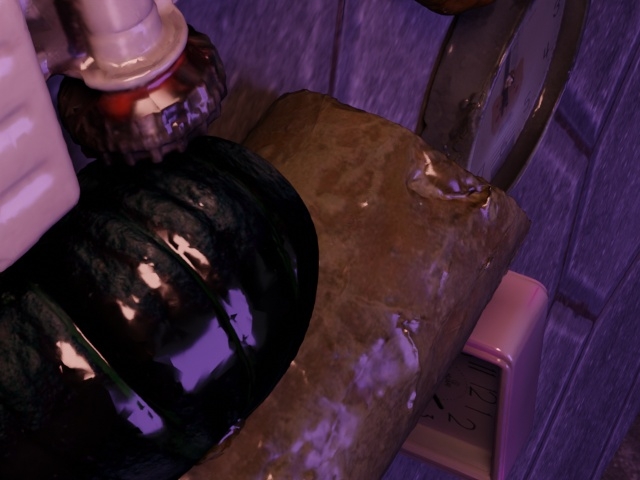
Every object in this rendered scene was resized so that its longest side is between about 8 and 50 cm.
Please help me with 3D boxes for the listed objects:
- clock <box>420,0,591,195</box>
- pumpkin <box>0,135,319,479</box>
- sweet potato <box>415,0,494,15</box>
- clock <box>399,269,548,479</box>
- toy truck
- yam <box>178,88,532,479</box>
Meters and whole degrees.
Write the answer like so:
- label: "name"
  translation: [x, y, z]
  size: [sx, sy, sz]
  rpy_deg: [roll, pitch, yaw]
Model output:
- label: "clock"
  translation: [0.139, -0.122, 1.385]
  size: [0.226, 0.049, 0.226]
  rpy_deg: [-56, 161, -31]
- label: "pumpkin"
  translation: [-0.085, 0.038, 0.769]
  size: [0.194, 0.150, 0.194]
  rpy_deg: [-43, 153, -28]
- label: "sweet potato"
  translation: [0.066, -0.169, 1.101]
  size: [0.053, 0.054, 0.182]
  rpy_deg: [-35, 169, 11]
- label: "clock"
  translation: [0.072, 0.081, 1.277]
  size: [0.063, 0.150, 0.197]
  rpy_deg: [-60, 162, -30]
- label: "toy truck"
  translation: [-0.070, -0.125, 0.670]
  size: [0.286, 0.111, 0.136]
  rpy_deg: [-52, 148, -33]
- label: "yam"
  translation: [-0.014, 0.049, 0.972]
  size: [0.304, 0.168, 0.168]
  rpy_deg: [-57, 160, -25]
